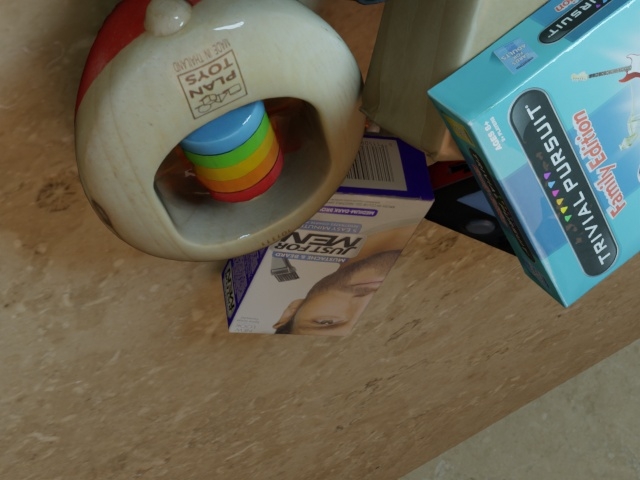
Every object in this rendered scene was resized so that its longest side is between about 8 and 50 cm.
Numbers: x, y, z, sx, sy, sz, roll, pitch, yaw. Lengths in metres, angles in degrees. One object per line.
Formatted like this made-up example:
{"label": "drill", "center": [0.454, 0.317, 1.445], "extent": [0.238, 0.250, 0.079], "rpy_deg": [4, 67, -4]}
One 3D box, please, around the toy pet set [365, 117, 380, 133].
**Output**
{"label": "toy pet set", "center": [0.095, -0.166, 1.602], "extent": [0.114, 0.065, 0.122], "rpy_deg": [-2, 172, 40]}

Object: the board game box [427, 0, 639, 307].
{"label": "board game box", "center": [0.297, -0.132, 1.175], "extent": [0.336, 0.079, 0.254], "rpy_deg": [-38, 128, -4]}

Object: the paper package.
{"label": "paper package", "center": [0.233, -0.245, 1.232], "extent": [0.309, 0.168, 0.325], "rpy_deg": [0, 116, -28]}

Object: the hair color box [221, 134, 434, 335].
{"label": "hair color box", "center": [0.000, 0.000, 1.687], "extent": [0.185, 0.110, 0.339], "rpy_deg": [3, 146, -19]}

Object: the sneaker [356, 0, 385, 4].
{"label": "sneaker", "center": [0.039, -0.213, 0.852], "extent": [0.146, 0.102, 0.293], "rpy_deg": [-24, 171, 28]}

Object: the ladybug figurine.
{"label": "ladybug figurine", "center": [-0.111, -0.132, 1.304], "extent": [0.305, 0.162, 0.449], "rpy_deg": [-26, 156, -6]}

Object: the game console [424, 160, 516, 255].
{"label": "game console", "center": [0.350, -0.055, 1.617], "extent": [0.342, 0.060, 0.386], "rpy_deg": [25, 151, -35]}
